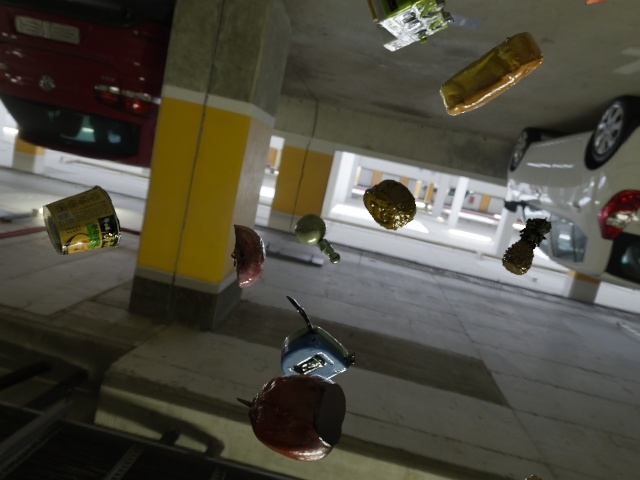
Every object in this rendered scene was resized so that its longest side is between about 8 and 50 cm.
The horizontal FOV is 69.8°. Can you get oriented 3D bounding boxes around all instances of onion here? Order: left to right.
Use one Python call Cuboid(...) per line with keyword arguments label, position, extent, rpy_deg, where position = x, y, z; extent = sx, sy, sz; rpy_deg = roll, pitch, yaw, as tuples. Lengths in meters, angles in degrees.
Cuboid(label="onion", position=(-0.267, 0.051, 1.692), extent=(0.120, 0.227, 0.283), rpy_deg=(-3, -177, -15))

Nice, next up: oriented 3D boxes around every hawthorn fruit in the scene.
Cuboid(label="hawthorn fruit", position=(-0.070, 0.385, 1.018), extent=(0.251, 0.190, 0.189), rpy_deg=(5, -171, 4))

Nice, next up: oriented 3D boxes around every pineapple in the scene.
Cuboid(label="pineapple", position=(0.507, 0.008, 1.122), extent=(0.074, 0.159, 0.074), rpy_deg=(35, 167, 9))

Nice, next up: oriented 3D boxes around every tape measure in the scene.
Cuboid(label="tape measure", position=(-0.067, 0.346, 1.518), extent=(0.351, 0.215, 0.098), rpy_deg=(47, -159, -26))

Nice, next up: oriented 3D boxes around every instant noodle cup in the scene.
Cuboid(label="instant noodle cup", position=(-0.535, -0.040, 1.022), extent=(0.122, 0.152, 0.151), rpy_deg=(-19, -151, -40))

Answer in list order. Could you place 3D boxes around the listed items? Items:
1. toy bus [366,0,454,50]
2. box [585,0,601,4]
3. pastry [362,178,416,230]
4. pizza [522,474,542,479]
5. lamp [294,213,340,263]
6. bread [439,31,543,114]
Cuboid(label="toy bus", position=(0.155, -0.436, 0.842), extent=(0.139, 0.113, 0.301), rpy_deg=(-19, -172, 23))
Cuboid(label="box", position=(0.523, -0.547, 0.818), extent=(0.050, 0.123, 0.229), rpy_deg=(-1, 172, 17))
Cuboid(label="pastry", position=(0.133, -0.069, 0.882), extent=(0.057, 0.097, 0.109), rpy_deg=(-39, -135, -20))
Cuboid(label="pizza", position=(0.676, 0.828, 1.385), extent=(0.188, 0.062, 0.199), rpy_deg=(-11, -134, -43))
Cuboid(label="lamp", position=(0.000, 0.000, 1.303), extent=(0.163, 0.091, 0.091), rpy_deg=(48, -162, 10))
Cuboid(label="bread", position=(0.398, -0.381, 1.084), extent=(0.102, 0.094, 0.245), rpy_deg=(-17, 172, -45))
